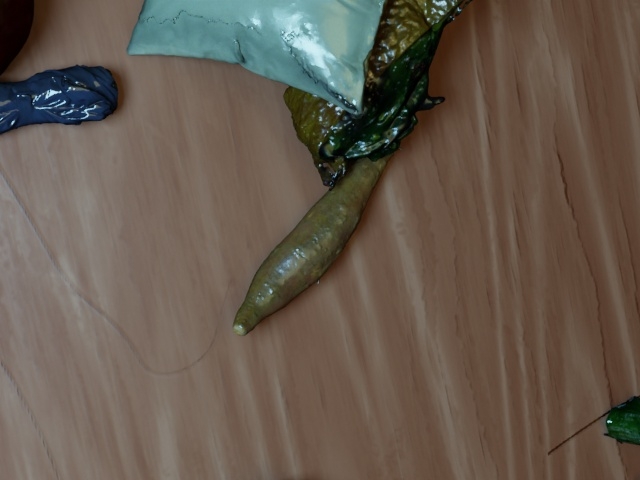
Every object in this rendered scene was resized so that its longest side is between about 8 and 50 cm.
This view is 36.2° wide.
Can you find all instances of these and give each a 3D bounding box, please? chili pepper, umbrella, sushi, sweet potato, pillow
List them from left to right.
[{"bbox_3d":[-0.345,-0.150,1.072,0.248,0.071,0.071,-9,95,-18],"label":"umbrella"},{"bbox_3d":[-0.047,-0.322,1.097,0.312,0.119,0.310,18,94,16],"label":"pillow"},{"bbox_3d":[0.000,0.000,1.202,0.314,0.066,0.072,-47,112,-16],"label":"sweet potato"},{"bbox_3d":[0.074,-0.198,1.176,0.287,0.149,0.140,-46,74,8],"label":"sushi"},{"bbox_3d":[0.481,0.256,1.297,0.088,0.227,0.059,-20,98,-23],"label":"chili pepper"}]

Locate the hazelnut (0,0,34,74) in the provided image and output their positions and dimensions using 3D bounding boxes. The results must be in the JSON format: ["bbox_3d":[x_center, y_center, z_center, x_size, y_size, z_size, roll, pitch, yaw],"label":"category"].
[{"bbox_3d":[-0.377,-0.251,0.984,0.208,0.208,0.208,-1,92,-20],"label":"hazelnut"}]
